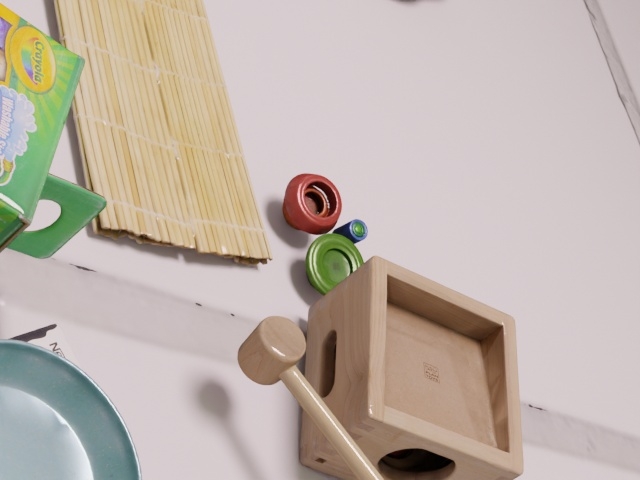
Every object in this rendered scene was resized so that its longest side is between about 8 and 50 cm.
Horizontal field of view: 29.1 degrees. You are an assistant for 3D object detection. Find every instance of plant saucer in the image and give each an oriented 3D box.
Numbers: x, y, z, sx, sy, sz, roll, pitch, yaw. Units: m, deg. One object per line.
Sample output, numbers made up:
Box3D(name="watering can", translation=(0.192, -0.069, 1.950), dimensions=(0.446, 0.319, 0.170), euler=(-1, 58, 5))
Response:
Box3D(name="plant saucer", translation=(-0.134, 0.102, 0.550), dimensions=(0.119, 0.021, 0.119), euler=(31, 40, -30))

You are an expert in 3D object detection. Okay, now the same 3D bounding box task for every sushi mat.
Box3D(name="sushi mat", translation=(-0.126, -0.125, 0.898), dimensions=(0.151, 0.019, 0.316), euler=(16, 49, -45))

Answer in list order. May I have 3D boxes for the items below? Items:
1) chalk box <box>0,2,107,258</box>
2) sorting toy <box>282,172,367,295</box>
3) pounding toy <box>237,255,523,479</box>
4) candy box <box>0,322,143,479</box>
Box3D(name="chalk box", translation=(-0.213, -0.050, 0.620), dimensions=(0.213, 0.132, 0.132), euler=(35, 37, -25))
Box3D(name="sorting toy", translation=(0.000, 0.000, 0.932), dimensions=(0.061, 0.042, 0.102), euler=(-5, 76, -36))
Box3D(name="pounding toy", translation=(0.025, 0.110, 0.817), dimensions=(0.206, 0.094, 0.181), euler=(24, 48, -24))
Box3D(name="candy box", translation=(-0.167, 0.143, 0.557), dimensions=(0.196, 0.070, 0.165), euler=(-20, 76, -55))
